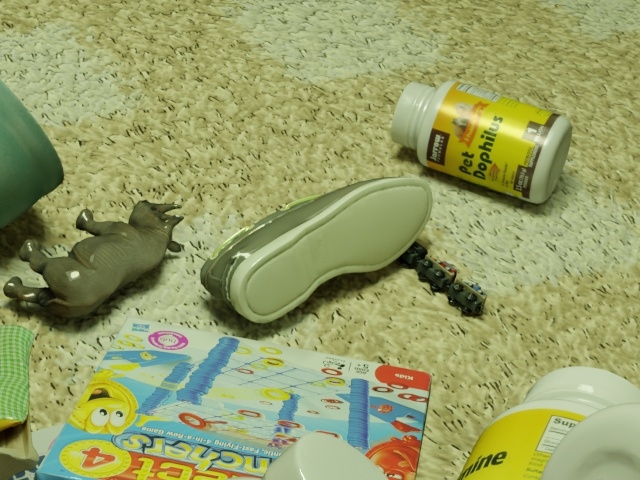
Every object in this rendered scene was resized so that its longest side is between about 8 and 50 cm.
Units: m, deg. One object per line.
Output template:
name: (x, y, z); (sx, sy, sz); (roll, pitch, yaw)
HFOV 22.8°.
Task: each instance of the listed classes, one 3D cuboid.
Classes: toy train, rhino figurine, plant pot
toy train: (0.140, 0.040, 1.859); (0.036, 0.027, 0.158); (-12, 39, -41)
rhino figurine: (-0.236, 0.013, 1.789); (0.106, 0.073, 0.243); (24, 38, 28)
plant pot: (-0.459, -0.098, 1.762); (0.293, 0.293, 0.196); (31, 69, 29)

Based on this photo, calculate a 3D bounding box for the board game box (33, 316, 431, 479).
board game box: (-0.066, 0.193, 1.404); (0.308, 0.086, 0.302); (10, 23, 4)

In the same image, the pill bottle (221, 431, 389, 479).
pill bottle: (-0.069, 0.285, 1.181); (0.169, 0.301, 0.169); (38, 20, -17)

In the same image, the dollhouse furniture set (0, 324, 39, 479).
dollhouse furniture set: (-0.394, 0.175, 1.327); (0.301, 0.151, 0.197); (-39, 33, 11)

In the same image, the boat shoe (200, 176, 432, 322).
boat shoe: (-0.001, -0.004, 1.816); (0.305, 0.109, 0.091); (-27, 31, -33)

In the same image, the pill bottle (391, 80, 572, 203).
pill bottle: (0.204, -0.132, 2.024); (0.215, 0.117, 0.117); (20, 38, 17)

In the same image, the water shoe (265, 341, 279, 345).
water shoe: (-0.048, 0.178, 1.598); (0.080, 0.073, 0.203); (-10, 39, -19)

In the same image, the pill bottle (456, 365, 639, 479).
pill bottle: (0.203, 0.265, 1.427); (0.188, 0.188, 0.334); (19, 37, 15)

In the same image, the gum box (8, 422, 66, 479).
gum box: (-0.221, 0.228, 1.507); (0.188, 0.062, 0.107); (-14, 41, -27)

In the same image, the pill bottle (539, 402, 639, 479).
pill bottle: (0.335, 0.244, 1.281); (0.323, 0.181, 0.181); (17, 25, -38)
